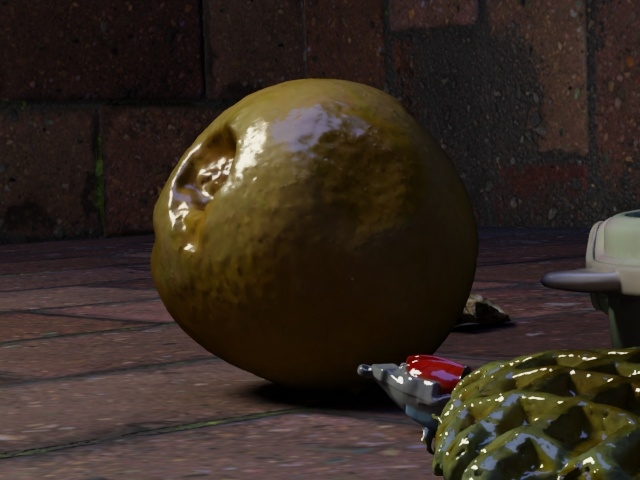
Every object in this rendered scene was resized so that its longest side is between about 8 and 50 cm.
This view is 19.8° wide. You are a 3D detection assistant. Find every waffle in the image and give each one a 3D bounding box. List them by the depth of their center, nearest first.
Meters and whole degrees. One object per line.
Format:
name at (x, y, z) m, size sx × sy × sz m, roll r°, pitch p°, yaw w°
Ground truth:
waffle at (0.148, 0.081, 0.787) m, size 0.208 × 0.054 × 0.214 m, roll 1°, pitch 9°, yaw 0°

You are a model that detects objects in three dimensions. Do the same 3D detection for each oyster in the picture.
oyster at (0.123, 0.065, 1.518) m, size 0.083 × 0.038 × 0.081 m, roll 24°, pitch 5°, yaw -18°

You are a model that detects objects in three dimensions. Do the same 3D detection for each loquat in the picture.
loquat at (0.004, -0.001, 1.150) m, size 0.213 × 0.213 × 0.213 m, roll -2°, pitch 3°, yaw 0°

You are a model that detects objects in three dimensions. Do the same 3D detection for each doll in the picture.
doll at (0.073, 0.083, 0.971) m, size 0.114 × 0.039 × 0.057 m, roll 10°, pitch 37°, yaw 24°

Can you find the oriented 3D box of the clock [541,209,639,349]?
clock at (0.303, 0.031, 1.169) m, size 0.324 × 0.108 × 0.265 m, roll -5°, pitch 5°, yaw -34°
